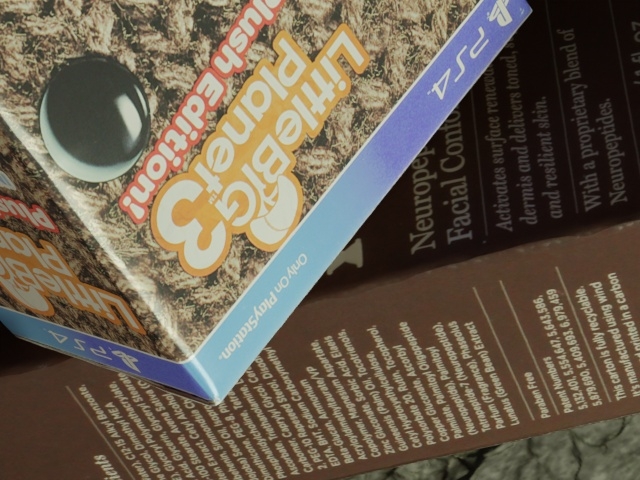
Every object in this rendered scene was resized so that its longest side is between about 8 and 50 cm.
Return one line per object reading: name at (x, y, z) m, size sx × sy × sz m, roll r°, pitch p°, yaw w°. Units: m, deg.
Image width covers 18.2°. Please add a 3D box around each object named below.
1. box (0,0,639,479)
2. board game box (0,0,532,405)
box at (0.000, 0.000, 0.940) m, size 0.381 × 0.191 × 0.143 m, roll -15°, pitch 136°, yaw 14°
board game box at (-0.085, -0.124, 0.775) m, size 0.232 × 0.141 × 0.291 m, roll -52°, pitch 130°, yaw -22°
